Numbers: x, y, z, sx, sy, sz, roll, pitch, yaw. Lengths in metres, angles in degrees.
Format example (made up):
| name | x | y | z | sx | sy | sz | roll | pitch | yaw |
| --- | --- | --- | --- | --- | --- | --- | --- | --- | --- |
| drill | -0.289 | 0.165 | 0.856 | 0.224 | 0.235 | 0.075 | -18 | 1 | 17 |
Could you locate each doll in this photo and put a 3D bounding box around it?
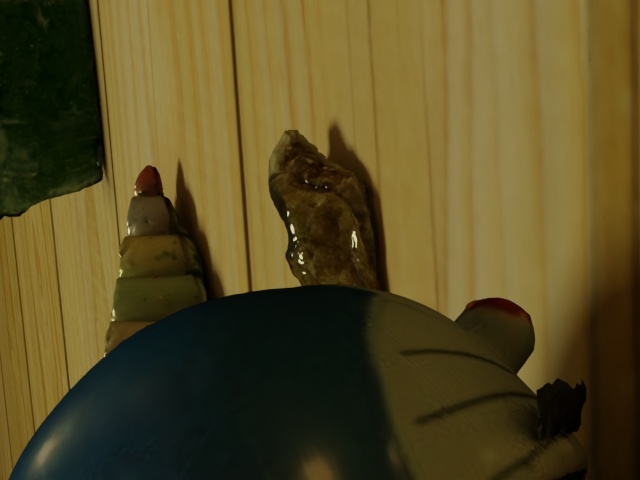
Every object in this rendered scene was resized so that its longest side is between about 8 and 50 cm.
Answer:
| name | x | y | z | sx | sy | sz | roll | pitch | yaw |
| --- | --- | --- | --- | --- | --- | --- | --- | --- | --- |
| doll | 0.023 | 0.128 | 0.352 | 0.257 | 0.161 | 0.215 | 62 | -171 | 18 |

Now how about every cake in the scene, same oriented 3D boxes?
| name | x | y | z | sx | sy | sz | roll | pitch | yaw |
| --- | --- | --- | --- | --- | --- | --- | --- | --- | --- |
| cake | -0.098 | 0.071 | 0.831 | 0.109 | 0.090 | 0.225 | 95 | 160 | -46 |

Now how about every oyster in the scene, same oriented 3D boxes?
| name | x | y | z | sx | sy | sz | roll | pitch | yaw |
| --- | --- | --- | --- | --- | --- | --- | --- | --- | --- |
| oyster | 0.000 | -0.002 | 0.574 | 0.051 | 0.034 | 0.093 | 88 | 160 | -43 |

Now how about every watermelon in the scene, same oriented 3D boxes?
| name | x | y | z | sx | sy | sz | roll | pitch | yaw |
| --- | --- | --- | --- | --- | --- | --- | --- | --- | --- |
| watermelon | -0.308 | -0.156 | 1.128 | 0.302 | 0.264 | 0.151 | -112 | 22 | -47 |
